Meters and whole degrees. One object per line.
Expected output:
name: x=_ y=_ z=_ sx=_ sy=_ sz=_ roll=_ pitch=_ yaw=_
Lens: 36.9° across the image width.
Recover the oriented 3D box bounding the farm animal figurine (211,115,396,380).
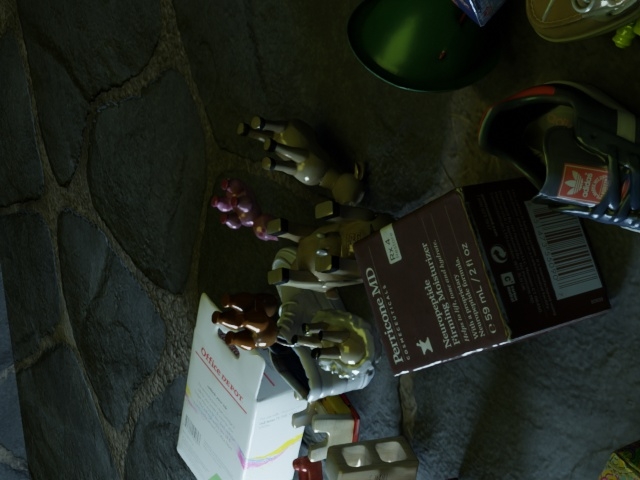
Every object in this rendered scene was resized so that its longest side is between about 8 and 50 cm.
farm animal figurine: x=0.000 y=0.000 z=1.298 sx=0.326 sy=0.172 sz=0.330 roll=10 pitch=90 yaw=50

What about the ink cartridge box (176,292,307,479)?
ink cartridge box: x=-0.125 y=0.266 z=1.587 sx=0.207 sy=0.119 sz=0.353 roll=43 pitch=132 yaw=40

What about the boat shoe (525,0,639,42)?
boat shoe: x=0.272 y=-0.262 z=0.829 sx=0.285 sy=0.089 sz=0.105 roll=-33 pitch=72 yaw=51

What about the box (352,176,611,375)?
box: x=0.176 y=0.039 z=1.073 sx=0.203 sy=0.167 sz=0.168 roll=-30 pitch=76 yaw=53

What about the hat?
hat: x=0.137 y=-0.285 z=1.011 sx=0.173 sy=0.208 sz=0.183 roll=38 pitch=147 yaw=18

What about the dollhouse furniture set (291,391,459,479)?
dollhouse furniture set: x=0.082 y=0.377 z=1.351 sx=0.374 sy=0.152 sz=0.201 roll=-128 pitch=40 yaw=-58

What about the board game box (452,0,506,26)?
board game box: x=0.180 y=-0.338 z=0.969 sx=0.194 sy=0.194 sz=0.060 roll=56 pitch=-176 yaw=40

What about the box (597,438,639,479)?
box: x=0.390 y=0.283 z=0.754 sx=0.290 sy=0.279 sz=0.177 roll=44 pitch=132 yaw=39

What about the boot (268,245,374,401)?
boot: x=-0.033 y=0.118 z=1.417 sx=0.258 sy=0.123 sz=0.095 roll=55 pitch=138 yaw=29

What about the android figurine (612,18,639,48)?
android figurine: x=0.346 y=-0.282 z=0.850 sx=0.248 sy=0.056 sz=0.273 roll=47 pitch=132 yaw=36

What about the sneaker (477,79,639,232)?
sneaker: x=0.292 y=-0.053 z=0.905 sx=0.350 sy=0.148 sz=0.131 roll=33 pitch=124 yaw=45
